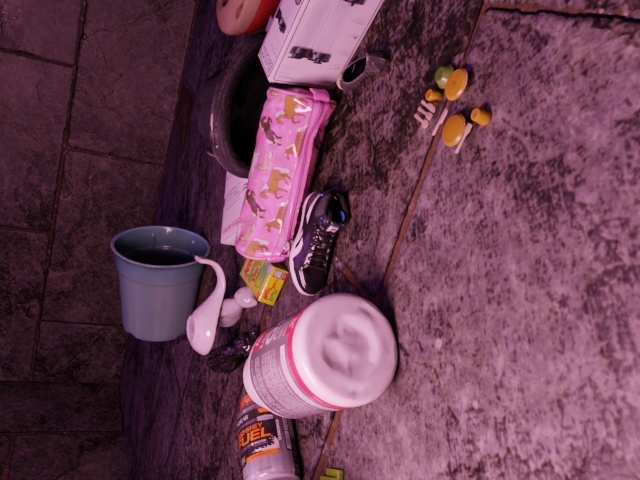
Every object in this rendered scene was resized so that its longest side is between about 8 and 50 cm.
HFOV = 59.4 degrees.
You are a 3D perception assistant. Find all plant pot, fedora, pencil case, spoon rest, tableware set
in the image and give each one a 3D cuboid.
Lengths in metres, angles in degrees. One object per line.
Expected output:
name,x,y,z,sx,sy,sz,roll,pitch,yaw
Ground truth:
plant pot,-0.585,0.162,2.048,0.341,0.341,0.334,-127,42,-57
fedora,-0.181,-0.317,1.302,0.152,0.334,0.334,17,100,30
pencil case,-0.079,-0.145,1.233,0.160,0.167,0.386,-18,-58,-73
spoon rest,-0.313,0.180,1.548,0.137,0.084,0.276,22,108,57
tableware set,0.197,-0.197,0.824,0.104,0.024,0.154,-66,28,24

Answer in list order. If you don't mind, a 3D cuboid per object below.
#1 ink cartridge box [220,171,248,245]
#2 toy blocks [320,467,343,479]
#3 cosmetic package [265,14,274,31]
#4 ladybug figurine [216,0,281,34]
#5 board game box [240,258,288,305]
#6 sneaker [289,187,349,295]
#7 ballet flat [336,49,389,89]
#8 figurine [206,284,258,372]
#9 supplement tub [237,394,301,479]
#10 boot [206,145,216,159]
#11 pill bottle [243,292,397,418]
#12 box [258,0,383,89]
ink cartridge box,-0.173,-0.132,1.474,0.198,0.115,0.273,-25,60,61
toy blocks,-0.074,0.478,0.906,0.381,0.261,0.191,-31,55,58
cosmetic package,-0.077,-0.504,1.383,0.060,0.115,0.041,-65,30,33
ladybug figurine,-0.177,-0.766,1.622,0.449,0.162,0.305,-33,54,57
board game box,-0.145,0.082,1.413,0.092,0.043,0.181,-65,28,7
sneaker,0.000,0.000,1.107,0.121,0.079,0.217,167,110,-65
ballet flat,0.073,-0.336,1.093,0.173,0.049,0.057,-4,78,64
figurine,-0.224,0.231,1.523,0.209,0.092,0.215,-35,51,47
supplement tub,-0.111,0.419,1.172,0.117,0.117,0.190,-61,33,38
boot,-0.350,-0.360,1.976,0.137,0.077,0.198,-68,29,16
pill bottle,-0.022,0.214,0.975,0.318,0.176,0.176,-38,49,56
box,0.006,-0.444,1.115,0.290,0.169,0.087,-56,48,45
